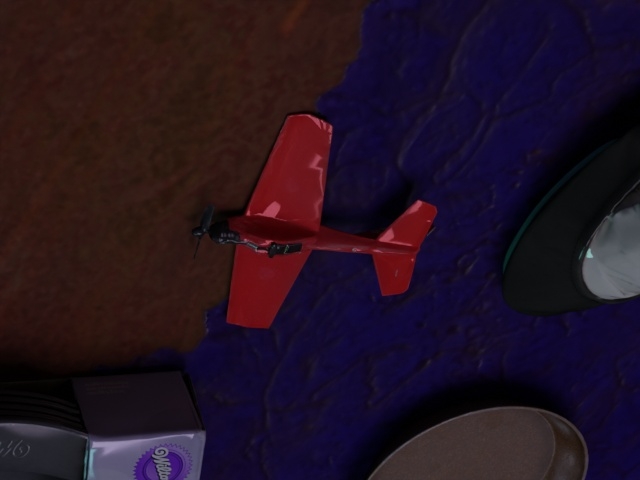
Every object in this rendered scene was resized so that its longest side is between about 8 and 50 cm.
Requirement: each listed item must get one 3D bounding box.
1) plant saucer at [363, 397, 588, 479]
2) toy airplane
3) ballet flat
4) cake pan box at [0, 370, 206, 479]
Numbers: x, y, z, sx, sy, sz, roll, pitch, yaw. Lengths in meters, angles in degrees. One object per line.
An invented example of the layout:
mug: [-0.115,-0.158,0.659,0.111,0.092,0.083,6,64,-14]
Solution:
plant saucer: [0.097,0.162,1.078,0.168,0.029,0.168,-12,133,-13]
toy airplane: [0.000,0.000,0.894,0.151,0.028,0.151,-11,132,-13]
ballet flat: [0.210,-0.036,0.898,0.095,0.096,0.280,23,119,-36]
cake pan box: [-0.201,0.195,0.943,0.245,0.070,0.267,-1,122,-21]
